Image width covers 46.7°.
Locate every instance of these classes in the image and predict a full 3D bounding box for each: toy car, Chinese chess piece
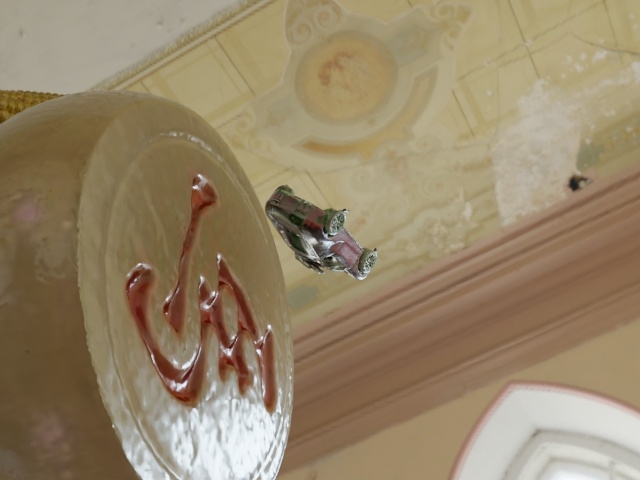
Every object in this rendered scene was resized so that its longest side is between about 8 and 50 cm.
[{"bbox_3d":[0.000,0.000,0.673,0.055,0.069,0.142,-58,-34,-9],"label":"toy car"},{"bbox_3d":[-0.106,0.045,0.438,0.102,0.273,0.273,-12,-48,17],"label":"Chinese chess piece"}]

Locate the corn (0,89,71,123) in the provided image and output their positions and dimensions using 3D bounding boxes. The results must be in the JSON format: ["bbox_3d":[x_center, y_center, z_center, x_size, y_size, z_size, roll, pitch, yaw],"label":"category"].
[{"bbox_3d":[-0.224,-0.086,0.591,0.206,0.067,0.067,1,-48,-36],"label":"corn"}]
